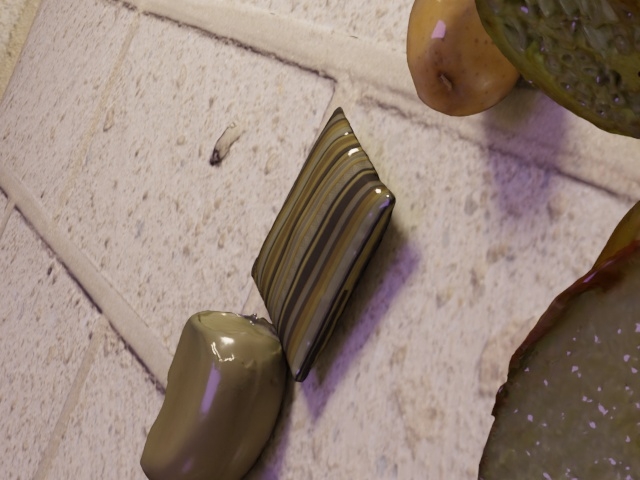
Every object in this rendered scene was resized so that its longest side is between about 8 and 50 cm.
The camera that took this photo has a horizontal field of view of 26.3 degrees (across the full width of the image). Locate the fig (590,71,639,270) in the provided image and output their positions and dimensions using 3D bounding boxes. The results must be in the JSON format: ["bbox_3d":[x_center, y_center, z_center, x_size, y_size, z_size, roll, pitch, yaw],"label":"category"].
[{"bbox_3d":[0.212,0.028,0.793,0.170,0.145,0.274,-12,76,59],"label":"fig"}]

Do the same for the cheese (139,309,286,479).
[{"bbox_3d":[-0.112,0.172,1.384,0.202,0.091,0.175,-65,25,8],"label":"cheese"}]

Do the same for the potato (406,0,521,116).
[{"bbox_3d":[0.130,-0.186,1.163,0.109,0.118,0.178,-5,46,23],"label":"potato"}]

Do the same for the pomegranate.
[{"bbox_3d":[0.228,-0.180,0.896,0.159,0.190,0.241,-50,21,-17],"label":"pomegranate"}]

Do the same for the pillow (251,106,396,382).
[{"bbox_3d":[0.000,0.000,1.336,0.208,0.052,0.212,-62,25,20],"label":"pillow"}]

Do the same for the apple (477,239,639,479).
[{"bbox_3d":[0.199,0.145,0.621,0.179,0.254,0.346,-59,-33,-82],"label":"apple"}]
